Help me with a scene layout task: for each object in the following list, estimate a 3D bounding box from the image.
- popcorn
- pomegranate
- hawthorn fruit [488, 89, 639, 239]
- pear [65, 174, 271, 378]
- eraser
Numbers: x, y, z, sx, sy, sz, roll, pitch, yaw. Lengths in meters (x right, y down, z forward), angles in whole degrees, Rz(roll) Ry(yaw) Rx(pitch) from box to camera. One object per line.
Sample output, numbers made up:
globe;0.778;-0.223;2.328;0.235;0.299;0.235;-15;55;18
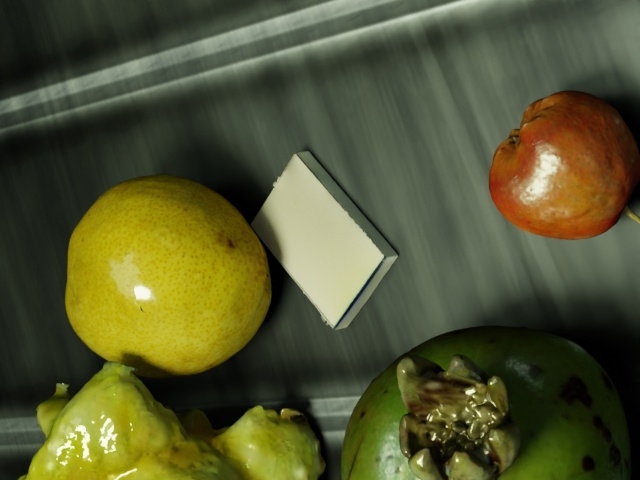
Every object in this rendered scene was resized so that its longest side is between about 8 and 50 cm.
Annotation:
popcorn;-0.183;0.273;1.471;0.321;0.290;0.326;10;137;18
pomegranate;0.142;0.161;1.199;0.242;0.242;0.306;55;157;21
hawthorn fruit;0.201;-0.057;1.226;0.125;0.140;0.125;-28;45;32
pear;-0.148;0.038;1.488;0.209;0.209;0.209;7;100;41
eraser;0.000;0.000;1.466;0.150;0.023;0.104;50;125;25
